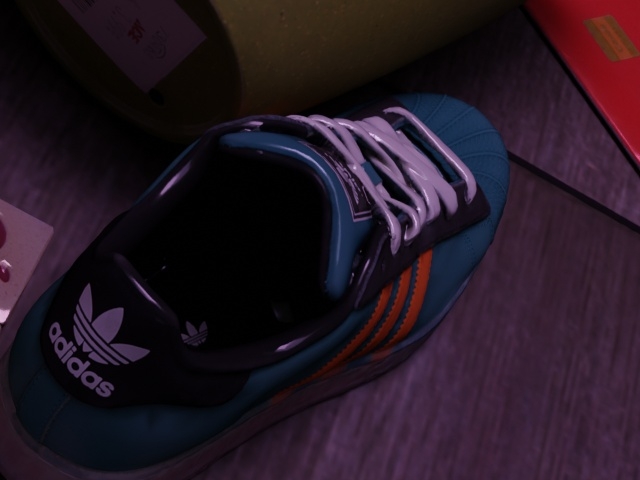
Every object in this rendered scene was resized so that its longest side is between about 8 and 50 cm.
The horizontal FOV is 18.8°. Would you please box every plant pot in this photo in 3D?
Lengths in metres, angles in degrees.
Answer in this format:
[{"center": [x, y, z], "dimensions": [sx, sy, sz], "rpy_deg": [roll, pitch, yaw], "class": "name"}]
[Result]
[{"center": [0.003, -0.183, 0.862], "dimensions": [0.275, 0.275, 0.293], "rpy_deg": [42, 61, 4], "class": "plant pot"}]

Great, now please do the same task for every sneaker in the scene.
[{"center": [0.000, 0.000, 0.781], "dimensions": [0.108, 0.121, 0.302], "rpy_deg": [46, 45, 8], "class": "sneaker"}]

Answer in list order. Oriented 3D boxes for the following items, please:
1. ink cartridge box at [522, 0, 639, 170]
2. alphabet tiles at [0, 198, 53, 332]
[{"center": [0.281, -0.067, 1.053], "dimensions": [0.261, 0.066, 0.296], "rpy_deg": [-15, 64, -40], "class": "ink cartridge box"}, {"center": [-0.277, -0.027, 0.707], "dimensions": [0.343, 0.011, 0.285], "rpy_deg": [29, 45, -9], "class": "alphabet tiles"}]
